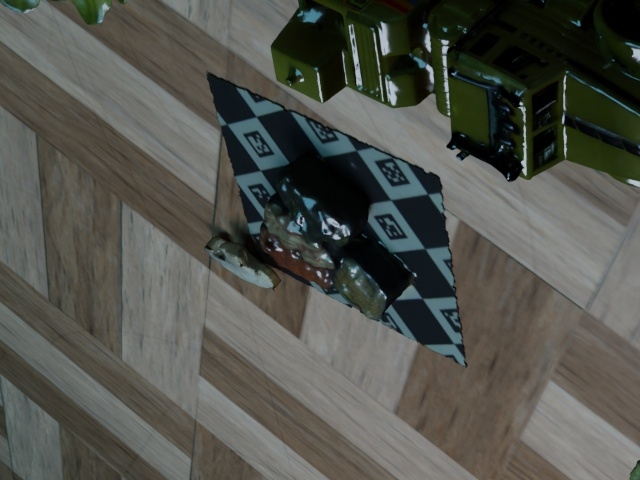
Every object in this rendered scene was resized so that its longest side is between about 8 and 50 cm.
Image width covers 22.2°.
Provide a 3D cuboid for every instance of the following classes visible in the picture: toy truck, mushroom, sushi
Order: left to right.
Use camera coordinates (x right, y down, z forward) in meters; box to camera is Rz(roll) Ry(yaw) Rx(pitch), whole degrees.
[{"bbox_3d":[-0.066,0.020,1.425,0.101,0.019,0.049,26,164,47],"label":"mushroom"},{"bbox_3d":[0.000,0.000,1.290,0.231,0.047,0.220,27,147,32],"label":"sushi"},{"bbox_3d":[0.098,-0.108,0.928,0.257,0.127,0.127,25,146,27],"label":"toy truck"}]

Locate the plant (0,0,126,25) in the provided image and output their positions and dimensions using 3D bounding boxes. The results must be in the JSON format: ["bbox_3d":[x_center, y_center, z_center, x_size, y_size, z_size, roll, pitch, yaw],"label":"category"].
[{"bbox_3d":[-0.272,-0.252,1.176,0.306,0.297,0.261,37,-173,-18],"label":"plant"}]

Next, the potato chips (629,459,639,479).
[{"bbox_3d":[0.389,0.307,1.155,0.358,0.070,0.429,15,140,48],"label":"potato chips"}]
